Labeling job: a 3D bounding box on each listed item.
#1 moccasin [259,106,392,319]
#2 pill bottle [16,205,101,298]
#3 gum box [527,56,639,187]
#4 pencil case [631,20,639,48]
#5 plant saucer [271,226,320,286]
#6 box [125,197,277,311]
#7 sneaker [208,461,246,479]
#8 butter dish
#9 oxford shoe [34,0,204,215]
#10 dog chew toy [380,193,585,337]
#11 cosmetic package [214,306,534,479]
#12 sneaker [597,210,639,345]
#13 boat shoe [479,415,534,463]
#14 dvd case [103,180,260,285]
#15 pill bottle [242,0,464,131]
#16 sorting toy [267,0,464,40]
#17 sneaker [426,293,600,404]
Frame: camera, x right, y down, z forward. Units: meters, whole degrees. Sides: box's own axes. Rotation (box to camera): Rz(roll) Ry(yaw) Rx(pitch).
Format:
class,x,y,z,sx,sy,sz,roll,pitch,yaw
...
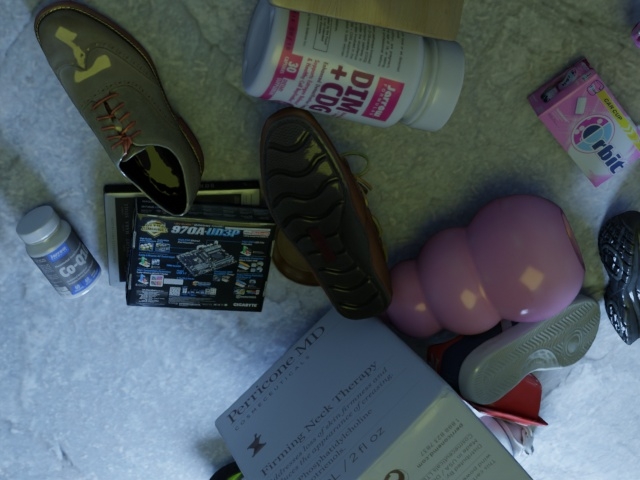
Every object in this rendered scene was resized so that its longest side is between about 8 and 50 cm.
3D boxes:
class,x,y,z,sx,sy,sz,roll,pitch,yaw
moccasin,0.018,-0.052,1.772,0.139,0.147,0.380,-19,128,20
pill bottle,-0.402,0.017,1.806,0.078,0.078,0.137,-24,126,8
gum box,0.412,-0.184,1.815,0.107,0.062,0.188,-37,123,16
pencil case,0.538,-0.428,1.609,0.160,0.167,0.386,17,127,18
plant saucer,0.000,0.000,1.895,0.168,0.029,0.168,-5,127,-6
box,-0.187,0.026,1.830,0.220,0.051,0.175,3,124,-12
sneaker,-0.054,0.439,2.167,0.300,0.111,0.121,-16,143,3
butter dish,0.321,0.245,2.072,0.160,0.160,0.118,18,97,-20
oxford shoe,-0.272,-0.181,1.652,0.123,0.130,0.348,-32,121,14
dog chew toy,0.247,0.058,1.883,0.332,0.206,0.206,-23,126,16
cosmetic package,0.094,0.358,1.873,0.329,0.393,0.327,-44,117,-3
sneaker,0.548,0.050,1.993,0.130,0.109,0.286,-20,136,-3
boat shoe,0.342,0.353,2.137,0.084,0.095,0.258,-36,159,-1
dvd case,-0.216,-0.010,1.850,0.238,0.029,0.179,-3,125,-9
pill bottle,0.046,-0.248,1.644,0.283,0.160,0.160,12,122,-18
sorting toy,0.068,-0.408,1.527,0.255,0.089,0.257,8,97,-18
sneaker,0.326,0.160,1.999,0.350,0.148,0.131,-16,114,-37
